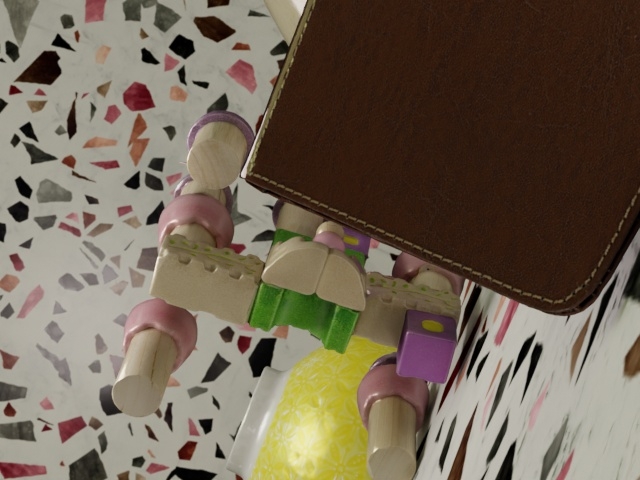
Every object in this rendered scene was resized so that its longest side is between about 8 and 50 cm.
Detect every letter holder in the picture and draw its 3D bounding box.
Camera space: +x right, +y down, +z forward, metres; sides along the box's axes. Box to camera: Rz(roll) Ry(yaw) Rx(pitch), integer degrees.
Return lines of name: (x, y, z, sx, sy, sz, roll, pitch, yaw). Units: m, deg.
letter holder: (0.131, -0.125, 0.721, 0.152, 0.214, 0.302, 13, -81, -57)

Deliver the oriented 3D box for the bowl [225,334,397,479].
bowl: (-0.006, 0.211, 1.481, 0.289, 0.156, 0.289, 22, -90, -89)

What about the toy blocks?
toy blocks: (0.000, 0.000, 1.232, 0.260, 0.288, 0.309, -79, 6, -66)

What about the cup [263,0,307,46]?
cup: (0.090, -0.202, 0.967, 0.331, 0.331, 0.237, 109, 160, -65)
